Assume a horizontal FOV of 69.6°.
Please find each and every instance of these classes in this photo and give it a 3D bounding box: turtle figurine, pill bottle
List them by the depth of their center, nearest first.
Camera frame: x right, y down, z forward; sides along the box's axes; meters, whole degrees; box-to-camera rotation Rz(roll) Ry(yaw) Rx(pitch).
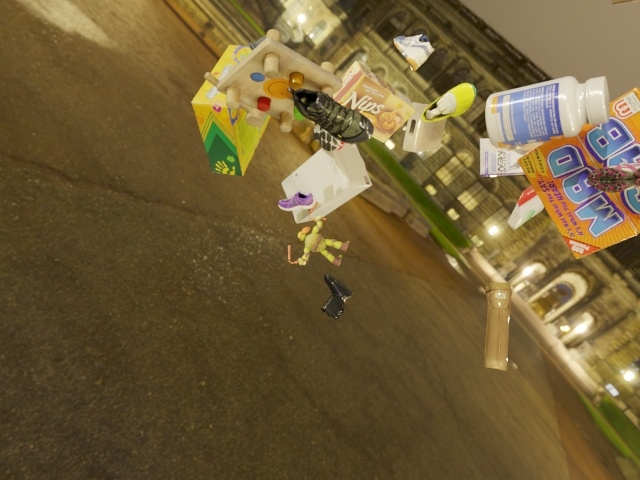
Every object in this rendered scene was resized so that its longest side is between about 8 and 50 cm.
[{"bbox_3d":[0.586,-0.334,1.196,0.152,0.271,0.153,3,86,-52],"label":"pill bottle"},{"bbox_3d":[0.000,0.000,1.841,0.217,0.270,0.087,24,4,-4],"label":"turtle figurine"}]

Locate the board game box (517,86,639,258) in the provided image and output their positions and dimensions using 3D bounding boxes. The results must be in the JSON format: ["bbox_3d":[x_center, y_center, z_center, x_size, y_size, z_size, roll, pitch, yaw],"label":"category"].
[{"bbox_3d":[0.911,-0.205,1.423,0.356,0.356,0.356,-16,75,-48],"label":"board game box"}]

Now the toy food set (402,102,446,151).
[{"bbox_3d":[0.506,-0.548,2.211,0.092,0.220,0.306,24,27,33],"label":"toy food set"}]

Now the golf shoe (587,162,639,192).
[{"bbox_3d":[0.786,-0.162,1.172,0.186,0.085,0.068,4,-71,53],"label":"golf shoe"}]

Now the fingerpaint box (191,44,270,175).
[{"bbox_3d":[-0.376,-0.576,2.037,0.371,0.163,0.445,87,15,-52],"label":"fingerpaint box"}]

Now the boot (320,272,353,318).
[{"bbox_3d":[0.034,0.168,1.365,0.121,0.099,0.045,41,-14,-25],"label":"boot"}]

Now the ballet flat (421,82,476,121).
[{"bbox_3d":[0.370,-0.395,1.364,0.231,0.077,0.077,180,-112,-77],"label":"ballet flat"}]

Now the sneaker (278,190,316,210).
[{"bbox_3d":[-0.098,-0.169,1.894,0.068,0.169,0.071,-62,140,-49],"label":"sneaker"}]

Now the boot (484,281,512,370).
[{"bbox_3d":[0.583,0.286,1.526,0.236,0.089,0.270,29,65,-62],"label":"boot"}]

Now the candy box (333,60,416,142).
[{"bbox_3d":[0.187,-0.506,1.717,0.316,0.183,0.088,17,42,-41],"label":"candy box"}]

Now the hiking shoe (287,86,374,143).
[{"bbox_3d":[0.021,-0.304,1.123,0.226,0.086,0.114,28,10,18],"label":"hiking shoe"}]

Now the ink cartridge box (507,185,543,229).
[{"bbox_3d":[0.902,-0.165,1.953,0.056,0.181,0.225,51,-18,25],"label":"ink cartridge box"}]

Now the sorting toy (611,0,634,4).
[{"bbox_3d":[0.720,-0.683,1.161,0.208,0.038,0.193,35,22,-9],"label":"sorting toy"}]

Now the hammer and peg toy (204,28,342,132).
[{"bbox_3d":[-0.152,-0.409,1.285,0.265,0.361,0.128,16,68,-40],"label":"hammer and peg toy"}]

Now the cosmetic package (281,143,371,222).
[{"bbox_3d":[0.017,-0.245,1.976,0.156,0.385,0.217,-14,77,-39],"label":"cosmetic package"}]

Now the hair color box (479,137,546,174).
[{"bbox_3d":[0.975,-0.423,2.298,0.110,0.338,0.185,-1,90,-69],"label":"hair color box"}]

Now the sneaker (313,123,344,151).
[{"bbox_3d":[0.054,-0.399,1.697,0.118,0.107,0.279,-1,25,-14],"label":"sneaker"}]

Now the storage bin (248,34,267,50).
[{"bbox_3d":[-0.207,-0.730,1.793,0.098,0.091,0.135,54,6,6],"label":"storage bin"}]

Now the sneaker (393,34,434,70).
[{"bbox_3d":[0.428,-0.874,2.091,0.112,0.131,0.297,39,23,-36],"label":"sneaker"}]
